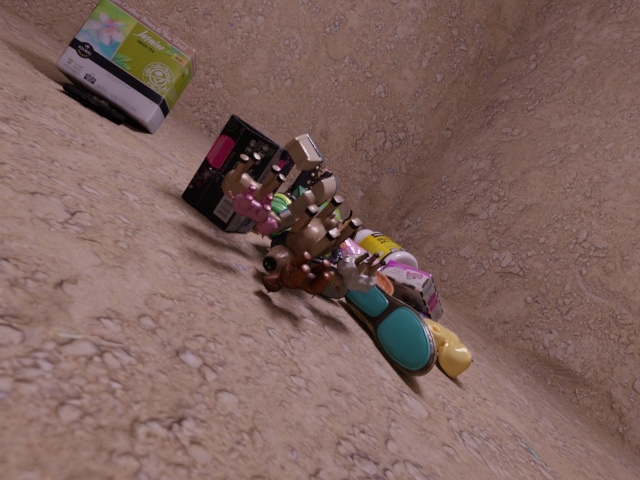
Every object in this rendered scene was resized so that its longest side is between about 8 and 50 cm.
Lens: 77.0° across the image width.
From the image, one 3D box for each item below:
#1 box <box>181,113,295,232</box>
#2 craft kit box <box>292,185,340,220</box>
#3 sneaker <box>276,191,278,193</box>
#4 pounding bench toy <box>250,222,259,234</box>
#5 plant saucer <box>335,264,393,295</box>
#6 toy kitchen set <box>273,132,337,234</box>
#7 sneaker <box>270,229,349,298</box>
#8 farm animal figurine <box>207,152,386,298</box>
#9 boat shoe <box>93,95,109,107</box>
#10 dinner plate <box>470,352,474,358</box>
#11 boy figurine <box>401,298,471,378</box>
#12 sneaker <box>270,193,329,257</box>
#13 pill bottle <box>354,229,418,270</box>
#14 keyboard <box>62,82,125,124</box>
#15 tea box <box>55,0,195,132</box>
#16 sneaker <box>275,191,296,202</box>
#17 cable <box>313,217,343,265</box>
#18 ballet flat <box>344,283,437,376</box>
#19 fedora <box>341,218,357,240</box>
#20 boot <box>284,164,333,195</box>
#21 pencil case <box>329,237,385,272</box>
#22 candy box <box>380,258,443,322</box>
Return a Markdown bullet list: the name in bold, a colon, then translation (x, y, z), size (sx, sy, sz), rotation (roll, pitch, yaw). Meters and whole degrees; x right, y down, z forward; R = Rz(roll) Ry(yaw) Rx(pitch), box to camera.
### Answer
- **box**: translation (-0.202, -0.162, 1.039), size (0.163, 0.247, 0.142), rotation (37, 9, 13)
- **craft kit box**: translation (-0.009, -0.087, 1.738), size (0.246, 0.061, 0.250), rotation (32, 35, -34)
- **sneaker**: translation (-0.218, -0.200, 1.871), size (0.121, 0.079, 0.217), rotation (34, 15, -28)
- **pounding bench toy**: translation (-0.199, -0.070, 1.173), size (0.052, 0.065, 0.083), rotation (26, 12, -48)
- **plant saucer**: translation (0.125, 0.129, 1.235), size (0.200, 0.037, 0.200), rotation (17, 25, -8)
- **toy kitchen set**: translation (-0.061, -0.145, 1.030), size (0.166, 0.207, 0.122), rotation (59, 34, 2)
- **sneaker**: translation (-0.030, 0.056, 1.042), size (0.226, 0.086, 0.163), rotation (31, 11, -18)
- **farm animal figurine**: translation (-0.060, -0.011, 0.870), size (0.326, 0.172, 0.330), rotation (-3, 57, -44)
- **boat shoe**: translation (-0.744, -0.462, 1.373), size (0.100, 0.035, 0.035), rotation (37, 8, 20)
- **dinner plate**: translation (0.512, 0.397, 1.504), size (0.141, 0.017, 0.141), rotation (33, 9, -6)
- **boy figurine**: translation (0.334, 0.285, 1.170), size (0.177, 0.092, 0.285), rotation (31, 10, -34)
- **sneaker**: translation (-0.092, -0.018, 1.262), size (0.123, 0.109, 0.295), rotation (-29, 68, -40)
- **pill bottle**: translation (0.265, 0.076, 1.778), size (0.188, 0.188, 0.334), rotation (30, 9, -31)
- **keyboard**: translation (-0.731, -0.429, 1.290), size (0.192, 0.038, 0.100), rotation (30, -14, -27)
- **tea box**: translation (-0.677, -0.625, 1.454), size (0.329, 0.324, 0.220), rotation (32, -5, -15)
- **sneaker**: translation (-0.220, -0.153, 1.506), size (0.267, 0.101, 0.106), rotation (21, -15, -9)
- **cable**: translation (0.000, 0.000, 1.168), size (0.150, 0.047, 0.184), rotation (30, 38, -27)
- **ballet flat**: translation (0.173, 0.200, 0.963), size (0.123, 0.123, 0.348), rotation (29, 10, -36)
- **fedora**: translation (0.073, -0.023, 1.615), size (0.079, 0.194, 0.194), rotation (33, 6, 25)
- **boot**: translation (-0.046, -0.233, 1.972), size (0.138, 0.284, 0.377), rotation (29, 9, -34)
- **pencil case**: translation (0.089, 0.060, 1.403), size (0.284, 0.124, 0.124), rotation (38, 8, 11)
- **candy box**: translation (0.309, 0.178, 1.348), size (0.159, 0.071, 0.233), rotation (22, -25, 39)
